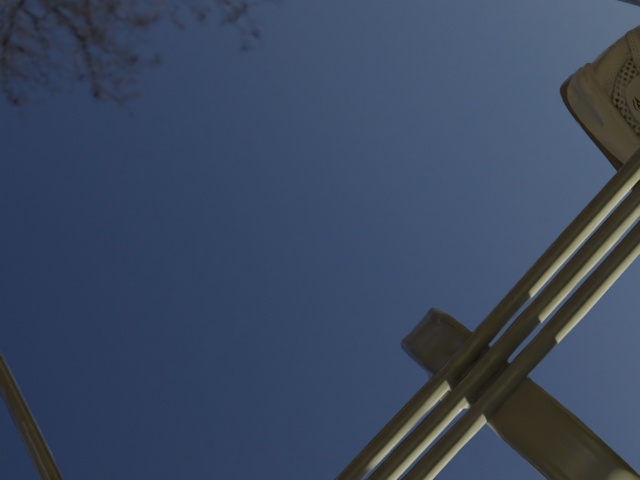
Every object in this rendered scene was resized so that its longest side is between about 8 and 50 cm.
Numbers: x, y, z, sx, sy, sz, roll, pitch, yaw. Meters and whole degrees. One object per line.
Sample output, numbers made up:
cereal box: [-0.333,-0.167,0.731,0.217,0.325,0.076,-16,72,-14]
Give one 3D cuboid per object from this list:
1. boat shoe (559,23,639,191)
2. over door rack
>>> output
boat shoe: [0.256,-0.027,0.808,0.098,0.096,0.277,6,-137,-55]
over door rack: [0.000,0.000,0.433,0.108,0.239,0.324,45,177,-42]
